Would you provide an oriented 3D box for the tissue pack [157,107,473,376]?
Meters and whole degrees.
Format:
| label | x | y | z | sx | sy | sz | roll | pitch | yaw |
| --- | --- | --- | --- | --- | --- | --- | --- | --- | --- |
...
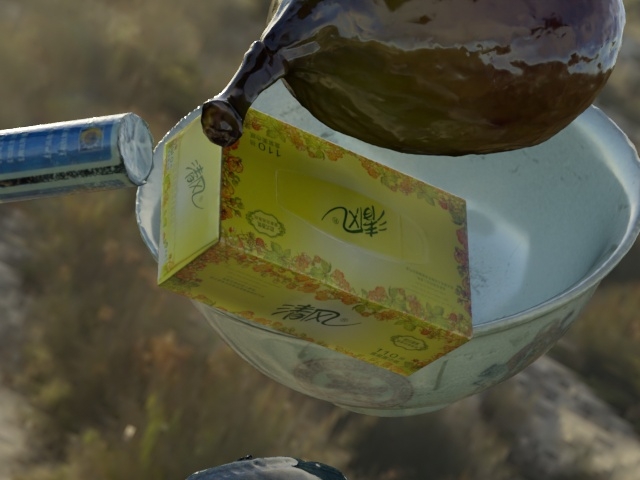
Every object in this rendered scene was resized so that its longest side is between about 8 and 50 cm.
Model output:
| label | x | y | z | sx | sy | sz | roll | pitch | yaw |
| --- | --- | --- | --- | --- | --- | --- | --- | --- | --- |
| tissue pack | 0.000 | 0.000 | 1.100 | 0.176 | 0.062 | 0.095 | 22 | 52 | -30 |

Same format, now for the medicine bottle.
| label | x | y | z | sx | sy | sz | roll | pitch | yaw |
| --- | --- | --- | --- | --- | --- | --- | --- | --- | --- |
| medicine bottle | -0.207 | -0.051 | 1.341 | 0.191 | 0.051 | 0.051 | -5 | 0 | 21 |

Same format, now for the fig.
| label | x | y | z | sx | sy | sz | roll | pitch | yaw |
| --- | --- | --- | --- | --- | --- | --- | --- | --- | --- |
| fig | 0.034 | -0.105 | 1.030 | 0.274 | 0.145 | 0.170 | -26 | 86 | -40 |

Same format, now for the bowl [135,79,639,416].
| label | x | y | z | sx | sy | sz | roll | pitch | yaw |
| --- | --- | --- | --- | --- | --- | --- | --- | --- | --- |
| bowl | 0.062 | 0.026 | 1.750 | 0.434 | 0.196 | 0.435 | -1 | 36 | 1 |

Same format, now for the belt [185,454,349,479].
| label | x | y | z | sx | sy | sz | roll | pitch | yaw |
| --- | --- | --- | --- | --- | --- | --- | --- | --- | --- |
| belt | -0.056 | 0.239 | 1.354 | 0.116 | 0.206 | 0.267 | 62 | 0 | 27 |
